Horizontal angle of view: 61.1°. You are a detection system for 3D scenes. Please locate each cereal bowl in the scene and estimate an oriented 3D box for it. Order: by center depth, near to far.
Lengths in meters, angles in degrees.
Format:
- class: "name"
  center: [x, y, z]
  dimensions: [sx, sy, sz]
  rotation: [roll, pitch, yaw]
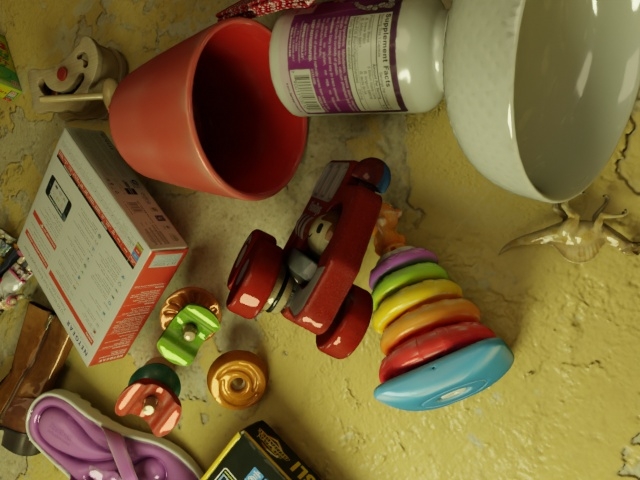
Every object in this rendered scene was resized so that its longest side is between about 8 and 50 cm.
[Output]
- class: "cereal bowl"
  center: [0.250, -0.222, 0.634]
  dimensions: [0.141, 0.338, 0.339]
  rotation: [19, 92, 44]

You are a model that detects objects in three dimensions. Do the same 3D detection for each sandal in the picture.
- class: "sandal"
  center: [-0.386, 0.407, 0.960]
  dimensions: [0.415, 0.102, 0.170]
  rotation: [19, 92, 21]

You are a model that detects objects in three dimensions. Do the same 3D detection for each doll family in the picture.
- class: "doll family"
  center: [-0.707, 0.073, 1.181]
  dimensions: [0.262, 0.118, 0.163]
  rotation: [31, 80, 21]

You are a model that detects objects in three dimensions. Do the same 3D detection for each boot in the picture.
- class: "boot"
  center: [-0.643, 0.264, 1.124]
  dimensions: [0.263, 0.096, 0.281]
  rotation: [14, 89, 27]

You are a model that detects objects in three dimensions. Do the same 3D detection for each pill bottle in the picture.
- class: "pill bottle"
  center: [0.090, -0.270, 0.796]
  dimensions: [0.301, 0.169, 0.170]
  rotation: [5, 85, 26]

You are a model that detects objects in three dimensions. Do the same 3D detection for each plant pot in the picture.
- class: "plant pot"
  center: [-0.193, -0.201, 0.891]
  dimensions: [0.243, 0.274, 0.275]
  rotation: [2, 84, 36]

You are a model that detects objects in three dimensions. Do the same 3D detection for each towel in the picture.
- class: "towel"
  center: [-0.029, -0.396, 0.839]
  dimensions: [0.199, 0.031, 0.274]
  rotation: [-41, 31, -21]

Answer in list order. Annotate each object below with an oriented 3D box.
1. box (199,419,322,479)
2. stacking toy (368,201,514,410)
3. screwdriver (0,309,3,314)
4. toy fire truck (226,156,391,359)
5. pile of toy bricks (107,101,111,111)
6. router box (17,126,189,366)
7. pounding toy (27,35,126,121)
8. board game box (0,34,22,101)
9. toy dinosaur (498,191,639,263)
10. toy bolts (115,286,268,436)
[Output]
- class: "box"
  center: [-0.066, 0.476, 0.804]
  dimensions: [0.322, 0.079, 0.257]
  rotation: [41, 99, 17]
- class: "stacking toy"
  center: [0.124, 0.072, 0.758]
  dimensions: [0.175, 0.165, 0.302]
  rotation: [-27, 61, 13]
- class: "screwdriver"
  center: [-0.695, 0.126, 1.213]
  dimensions: [0.170, 0.024, 0.025]
  rotation: [-47, 37, 6]
- class: "toy fire truck"
  center: [0.000, 0.000, 0.746]
  dimensions: [0.169, 0.302, 0.254]
  rotation: [26, 92, -12]
- class: "pile of toy bricks"
  center: [-0.348, -0.248, 1.027]
  dimensions: [0.105, 0.118, 0.213]
  rotation: [17, 90, 7]
- class: "router box"
  center: [-0.425, 0.008, 1.021]
  dimensions: [0.335, 0.082, 0.301]
  rotation: [49, 118, 23]
- class: "pounding toy"
  center: [-0.507, -0.336, 1.103]
  dimensions: [0.269, 0.154, 0.154]
  rotation: [4, 89, 26]
- class: "board game box"
  center: [-0.783, -0.425, 1.285]
  dimensions: [0.043, 0.092, 0.182]
  rotation: [-32, 71, 19]
- class: "toy dinosaur"
  center: [0.327, -0.016, 0.711]
  dimensions: [0.183, 0.053, 0.093]
  rotation: [2, 85, 26]
- class: "toy bolts"
  center: [-0.219, 0.213, 0.931]
  dimensions: [0.218, 0.158, 0.228]
  rotation: [42, 93, -16]
